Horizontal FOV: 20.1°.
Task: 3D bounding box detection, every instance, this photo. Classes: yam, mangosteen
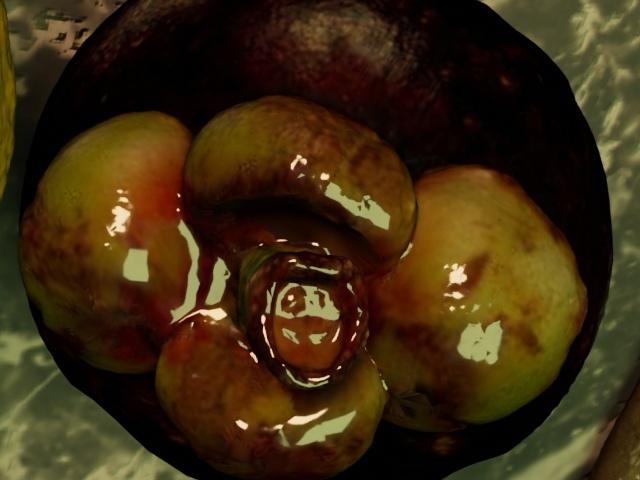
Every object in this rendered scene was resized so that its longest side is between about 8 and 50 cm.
[{"bbox_3d":[0.170,0.182,1.137,0.045,0.045,0.327,22,111,-1],"label":"yam"},{"bbox_3d":[0.002,-0.003,0.787,0.287,0.287,0.233,43,74,-38],"label":"mangosteen"}]

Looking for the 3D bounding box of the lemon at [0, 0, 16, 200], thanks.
[{"bbox_3d":[-0.239,-0.041,0.668,0.267,0.267,0.267,-12,124,-19],"label":"lemon"}]
